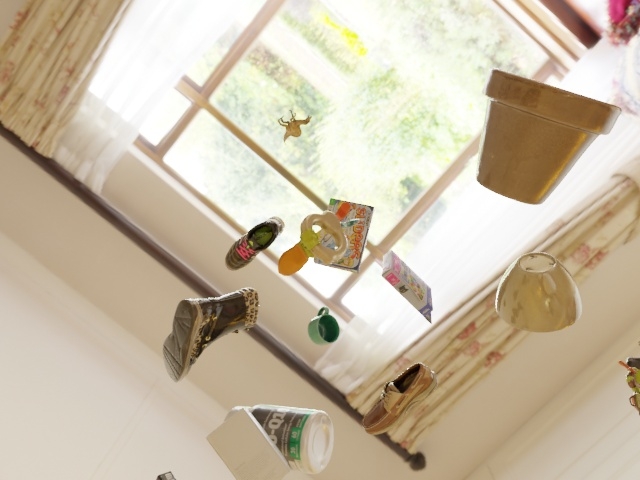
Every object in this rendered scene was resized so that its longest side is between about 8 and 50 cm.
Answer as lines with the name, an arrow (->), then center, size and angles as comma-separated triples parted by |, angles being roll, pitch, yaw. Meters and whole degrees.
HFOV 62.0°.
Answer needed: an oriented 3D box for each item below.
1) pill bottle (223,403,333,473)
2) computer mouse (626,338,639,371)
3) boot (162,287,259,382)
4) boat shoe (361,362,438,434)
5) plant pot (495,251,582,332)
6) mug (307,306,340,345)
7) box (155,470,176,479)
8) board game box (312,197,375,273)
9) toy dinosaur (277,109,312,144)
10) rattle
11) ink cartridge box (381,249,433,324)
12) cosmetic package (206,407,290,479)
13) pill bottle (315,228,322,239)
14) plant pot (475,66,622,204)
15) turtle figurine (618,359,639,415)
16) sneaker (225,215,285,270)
pill bottle -> -0.153, 0.682, 1.855 | 0.204, 0.361, 0.204 | 15, -107, -60
computer mouse -> 1.184, 0.439, 1.929 | 0.262, 0.060, 0.184 | 25, -123, -34
boot -> -0.378, 0.319, 1.836 | 0.284, 0.377, 0.138 | -14, -133, -42
boat shoe -> 0.266, 0.556, 1.904 | 0.116, 0.324, 0.123 | 52, 174, -25
plant pot -> 0.750, 0.154, 1.844 | 0.284, 0.284, 0.191 | -118, 12, -61
mug -> 0.012, 0.388, 2.354 | 0.129, 0.097, 0.158 | 48, -134, -14
box -> -0.386, 0.765, 1.421 | 0.044, 0.159, 0.233 | 3, -152, -49
board game box -> 0.069, -0.015, 1.550 | 0.136, 0.201, 0.035 | 12, 164, 12
toy dinosaur -> -0.108, -0.395, 1.862 | 0.092, 0.183, 0.053 | 48, -132, -10
rattle -> 0.000, 0.000, 1.265 | 0.130, 0.143, 0.200 | 27, -145, 1
ink cartridge box -> 0.385, 0.194, 2.255 | 0.311, 0.065, 0.186 | 46, -156, -13
cosmetic package -> -0.211, 0.624, 1.578 | 0.225, 0.138, 0.224 | 49, 164, 9
pill bottle -> 0.045, -0.015, 2.477 | 0.117, 0.215, 0.117 | 41, -155, -24
plant pot -> 0.428, -0.202, 1.083 | 0.263, 0.229, 0.263 | 16, -159, -6
turtle figurine -> 0.861, 0.412, 1.406 | 0.217, 0.087, 0.270 | 57, -167, -49
sneaker -> -0.156, 0.008, 1.211 | 0.063, 0.170, 0.075 | 51, -174, 0
